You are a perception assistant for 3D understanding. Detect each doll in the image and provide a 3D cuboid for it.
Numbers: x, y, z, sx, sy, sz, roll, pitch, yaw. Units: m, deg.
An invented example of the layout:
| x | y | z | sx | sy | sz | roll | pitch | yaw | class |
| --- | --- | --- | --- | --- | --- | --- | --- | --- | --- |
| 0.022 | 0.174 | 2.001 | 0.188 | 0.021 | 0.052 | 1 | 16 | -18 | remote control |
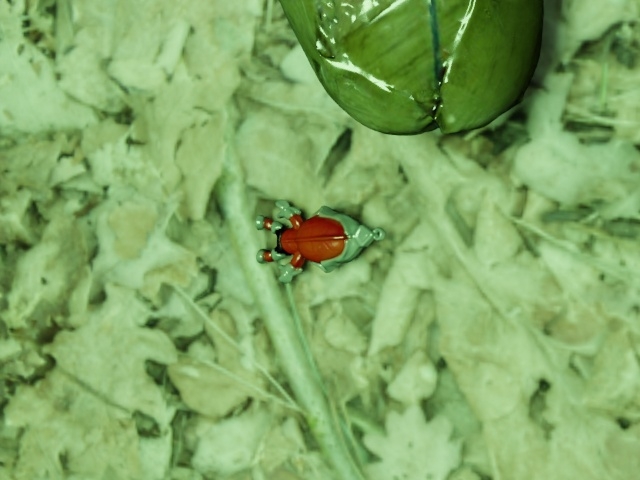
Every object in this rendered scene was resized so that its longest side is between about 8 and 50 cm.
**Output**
| x | y | z | sx | sy | sz | roll | pitch | yaw | class |
| --- | --- | --- | --- | --- | --- | --- | --- | --- | --- |
| 0.001 | 0.000 | 0.893 | 0.114 | 0.039 | 0.057 | -2 | 63 | 32 | doll |

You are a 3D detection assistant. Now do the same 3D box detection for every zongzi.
| x | y | z | sx | sy | sz | roll | pitch | yaw | class |
| --- | --- | --- | --- | --- | --- | --- | --- | --- | --- |
| 0.123 | -0.275 | 0.767 | 0.393 | 0.174 | 0.356 | -24 | 88 | 15 | zongzi |
